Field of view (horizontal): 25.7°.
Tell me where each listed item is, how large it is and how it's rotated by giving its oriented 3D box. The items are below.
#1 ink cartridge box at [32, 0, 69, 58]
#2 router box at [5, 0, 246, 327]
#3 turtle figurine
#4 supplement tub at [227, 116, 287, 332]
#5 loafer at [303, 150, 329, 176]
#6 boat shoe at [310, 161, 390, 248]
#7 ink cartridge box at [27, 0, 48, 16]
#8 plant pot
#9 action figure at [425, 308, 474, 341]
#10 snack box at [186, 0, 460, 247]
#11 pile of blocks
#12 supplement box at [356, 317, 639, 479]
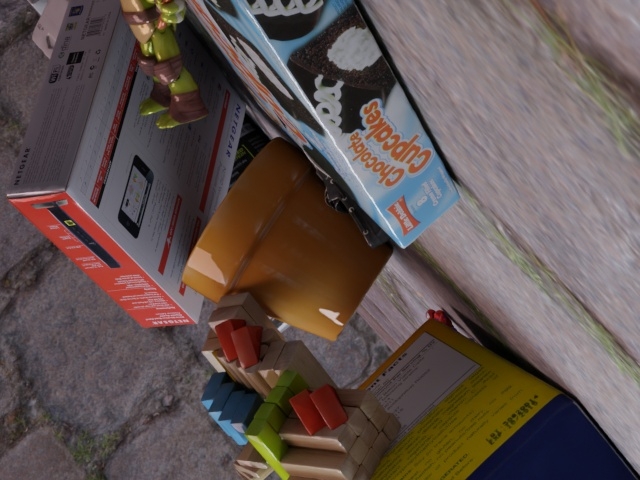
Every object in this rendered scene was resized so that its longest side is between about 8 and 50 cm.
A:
[{"bbox_3d":[-0.267,-0.253,1.869,0.191,0.082,0.139,17,-162,-38],"label":"ink cartridge box"},{"bbox_3d":[-0.216,-0.111,1.672,0.301,0.082,0.335,53,-141,-49],"label":"router box"},{"bbox_3d":[-0.188,-0.238,1.486,0.269,0.087,0.217,22,135,50],"label":"turtle figurine"},{"bbox_3d":[-0.119,-0.037,1.980,0.338,0.207,0.207,49,177,3],"label":"supplement tub"},{"bbox_3d":[0.023,-0.067,1.173,0.125,0.045,0.039,46,-177,2],"label":"loafer"},{"bbox_3d":[0.026,-0.045,1.382,0.142,0.040,0.049,46,176,39],"label":"boat shoe"},{"bbox_3d":[-0.348,-0.355,2.020,0.128,0.127,0.176,46,175,37],"label":"ink cartridge box"},{"bbox_3d":[-0.027,0.015,1.629,0.188,0.205,0.205,34,176,3],"label":"plant pot"},{"bbox_3d":[0.156,0.112,1.630,0.038,0.030,0.115,45,-178,-42],"label":"action figure"},{"bbox_3d":[-0.031,-0.139,0.869,0.187,0.060,0.322,47,177,36],"label":"snack box"},{"bbox_3d":[-0.066,0.154,1.457,0.112,0.149,0.362,54,168,-30],"label":"pile of blocks"},{"bbox_3d":[0.162,0.242,1.411,0.195,0.194,0.356,50,174,-18],"label":"supplement box"}]
